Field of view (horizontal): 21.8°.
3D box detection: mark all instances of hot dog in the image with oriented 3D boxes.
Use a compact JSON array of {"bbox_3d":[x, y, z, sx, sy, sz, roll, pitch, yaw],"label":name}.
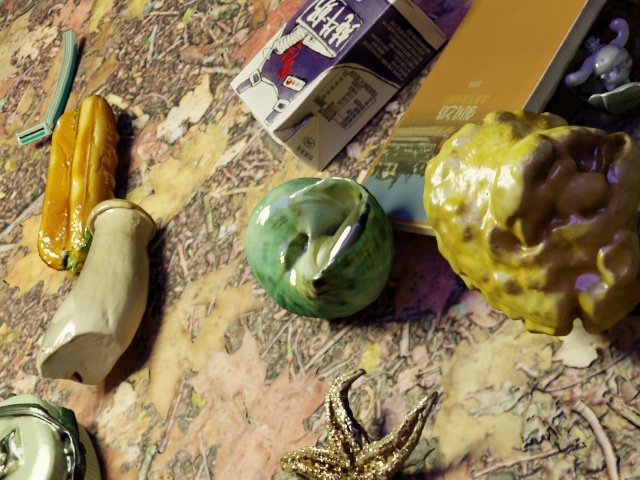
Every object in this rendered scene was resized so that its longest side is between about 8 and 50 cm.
[{"bbox_3d":[-0.314,-0.071,2.164,0.115,0.072,0.269,-21,49,30],"label":"hot dog"}]

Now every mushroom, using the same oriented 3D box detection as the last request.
[{"bbox_3d":[-0.255,0.065,1.988,0.108,0.096,0.247,-14,47,36],"label":"mushroom"}]

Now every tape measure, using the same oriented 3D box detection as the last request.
[{"bbox_3d":[-0.357,0.260,1.916,0.207,0.115,0.235,-43,40,12],"label":"tape measure"}]

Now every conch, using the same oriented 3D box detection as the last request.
[{"bbox_3d":[0.003,0.001,1.756,0.188,0.122,0.176,46,128,44],"label":"conch"}]

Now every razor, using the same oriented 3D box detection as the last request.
[{"bbox_3d":[-0.373,-0.216,2.361,0.068,0.037,0.191,-16,48,40],"label":"razor"}]

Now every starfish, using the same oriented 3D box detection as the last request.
[{"bbox_3d":[0.034,0.227,1.622,0.238,0.057,0.213,-32,50,27],"label":"starfish"}]

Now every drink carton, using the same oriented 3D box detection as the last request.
[{"bbox_3d":[0.018,-0.206,1.941,0.222,0.102,0.134,-47,42,7],"label":"drink carton"}]

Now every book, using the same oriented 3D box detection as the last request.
[{"bbox_3d":[0.175,-0.170,1.762,0.374,0.028,0.262,-58,23,-8],"label":"book"}]

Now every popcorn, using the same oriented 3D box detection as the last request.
[{"bbox_3d":[0.199,-0.023,1.518,0.200,0.203,0.226,-12,72,3],"label":"popcorn"}]

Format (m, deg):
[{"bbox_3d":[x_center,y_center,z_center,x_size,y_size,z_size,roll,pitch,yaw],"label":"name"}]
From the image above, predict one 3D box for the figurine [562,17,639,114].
[{"bbox_3d":[0.284,-0.171,1.672,0.094,0.082,0.086,-18,73,-20],"label":"figurine"}]
